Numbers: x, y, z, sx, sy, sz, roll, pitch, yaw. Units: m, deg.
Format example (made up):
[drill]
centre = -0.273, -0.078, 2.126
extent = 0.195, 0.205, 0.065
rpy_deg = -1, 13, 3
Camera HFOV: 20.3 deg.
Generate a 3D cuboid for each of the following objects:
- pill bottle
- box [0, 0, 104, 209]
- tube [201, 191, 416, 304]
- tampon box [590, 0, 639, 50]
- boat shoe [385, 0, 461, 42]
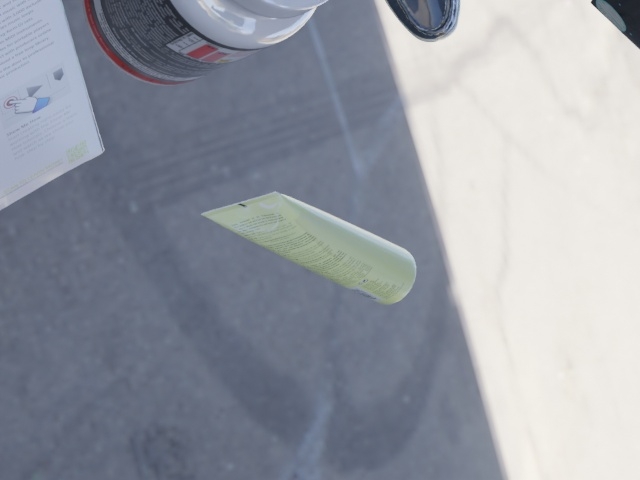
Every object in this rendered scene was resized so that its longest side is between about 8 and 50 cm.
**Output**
[pill bottle]
centre = -0.120, -0.310, 2.069
extent = 0.210, 0.363, 0.210
rpy_deg = 3, 83, -28
[box]
centre = -0.301, -0.124, 1.368
extent = 0.058, 0.232, 0.322
rpy_deg = 49, -19, 29
[tube]
centre = 0.000, 0.000, 1.724
extent = 0.240, 0.070, 0.062
rpy_deg = 24, 18, -45
[tampon box]
centre = 0.293, -0.194, 1.355
extent = 0.120, 0.101, 0.161
rpy_deg = 46, -7, 6
[boat shoe]
centre = 0.093, -0.339, 1.928
extent = 0.079, 0.095, 0.254
rpy_deg = -70, 148, -85
